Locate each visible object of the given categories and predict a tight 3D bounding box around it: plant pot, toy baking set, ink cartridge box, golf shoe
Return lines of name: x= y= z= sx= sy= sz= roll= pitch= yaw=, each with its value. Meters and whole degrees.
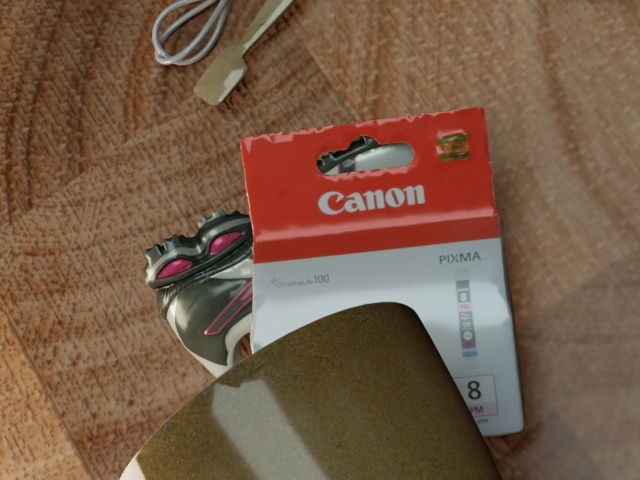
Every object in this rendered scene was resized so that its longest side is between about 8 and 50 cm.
plant pot: x=0.037 y=0.208 z=0.957 sx=0.237 sy=0.237 sz=0.254 roll=-39 pitch=66 yaw=3
toy baking set: x=-0.070 y=-0.243 z=1.326 sx=0.197 sy=0.030 sz=0.256 roll=-25 pitch=66 yaw=12
ink cartridge box: x=0.041 y=0.033 z=1.121 sx=0.189 sy=0.066 sz=0.232 roll=-7 pitch=102 yaw=8
golf shoe: x=0.000 y=0.000 z=1.197 sx=0.273 sy=0.105 sz=0.120 roll=-30 pitch=84 yaw=11
